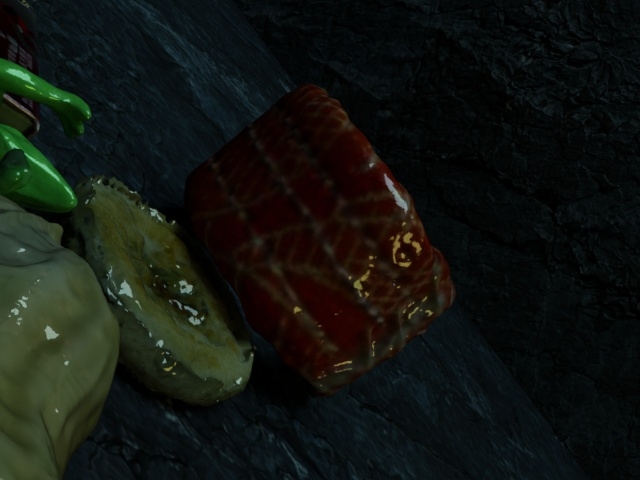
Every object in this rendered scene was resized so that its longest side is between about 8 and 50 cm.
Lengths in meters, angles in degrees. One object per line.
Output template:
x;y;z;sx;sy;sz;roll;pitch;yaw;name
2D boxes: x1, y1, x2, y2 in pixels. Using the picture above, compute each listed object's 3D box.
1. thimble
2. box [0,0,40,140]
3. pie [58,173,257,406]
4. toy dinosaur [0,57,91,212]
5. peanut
0.000;0.000;1.023;0.350;0.230;0.350;55;4;-5;thimble
-0.335;-0.186;0.804;0.120;0.069;0.224;41;19;-39;box
-0.160;0.047;0.822;0.274;0.055;0.274;49;14;-17;pie
-0.378;-0.153;0.509;0.500;0.144;0.374;28;-7;-15;toy dinosaur
-0.193;0.084;0.392;0.174;0.158;0.340;20;27;-13;peanut
